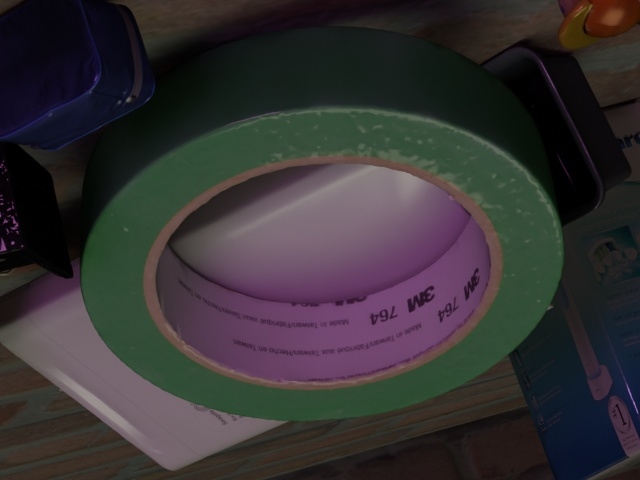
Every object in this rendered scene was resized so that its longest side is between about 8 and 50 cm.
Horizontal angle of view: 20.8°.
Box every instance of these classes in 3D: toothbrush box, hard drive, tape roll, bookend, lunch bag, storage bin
[{"bbox_3d":[0.253,0.056,1.589,0.126,0.295,0.216,-16,165,-18],"label":"toothbrush box"},{"bbox_3d":[-0.035,0.046,1.317,0.353,0.047,0.233,-25,134,21],"label":"hard drive"},{"bbox_3d":[0.000,0.000,1.175,0.321,0.077,0.321,-3,138,-3],"label":"tape roll"},{"bbox_3d":[-0.243,-0.002,1.047,0.157,0.072,0.156,-13,173,0],"label":"bookend"},{"bbox_3d":[-0.144,-0.090,0.958,0.098,0.067,0.065,-23,165,25],"label":"lunch bag"},{"bbox_3d":[0.172,-0.076,1.333,0.098,0.135,0.091,-30,172,35],"label":"storage bin"}]

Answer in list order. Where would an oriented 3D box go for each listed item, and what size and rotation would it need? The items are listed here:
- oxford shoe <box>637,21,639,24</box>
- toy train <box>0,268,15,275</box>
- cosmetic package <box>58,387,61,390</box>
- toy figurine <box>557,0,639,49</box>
[{"bbox_3d":[0.249,-0.194,1.109,0.076,0.076,0.212,-57,-164,-25],"label":"oxford shoe"},{"bbox_3d":[-0.258,0.024,1.289,0.125,0.046,0.166,-21,166,6],"label":"toy train"},{"bbox_3d":[-0.118,0.036,1.416,0.239,0.099,0.060,-26,165,22],"label":"cosmetic package"},{"bbox_3d":[0.221,-0.192,0.892,0.213,0.148,0.209,-9,163,-37],"label":"toy figurine"}]
